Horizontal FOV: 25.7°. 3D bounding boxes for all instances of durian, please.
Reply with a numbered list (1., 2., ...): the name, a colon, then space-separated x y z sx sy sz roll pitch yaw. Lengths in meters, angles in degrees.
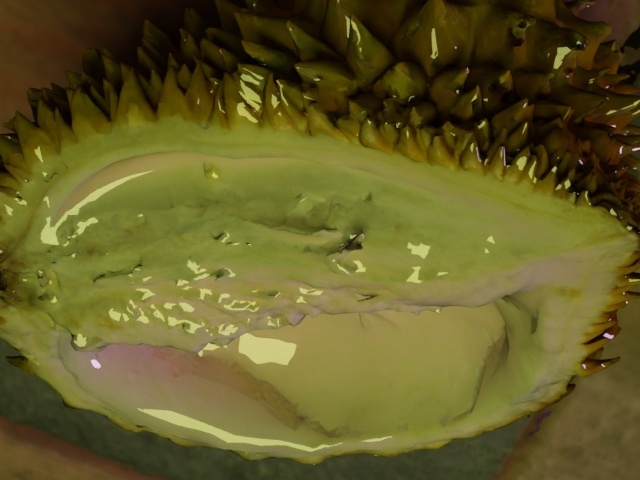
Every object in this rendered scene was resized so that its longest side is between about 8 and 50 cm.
1. durian: -0.003 -0.012 0.476 0.250 0.138 0.183 -17 151 26
